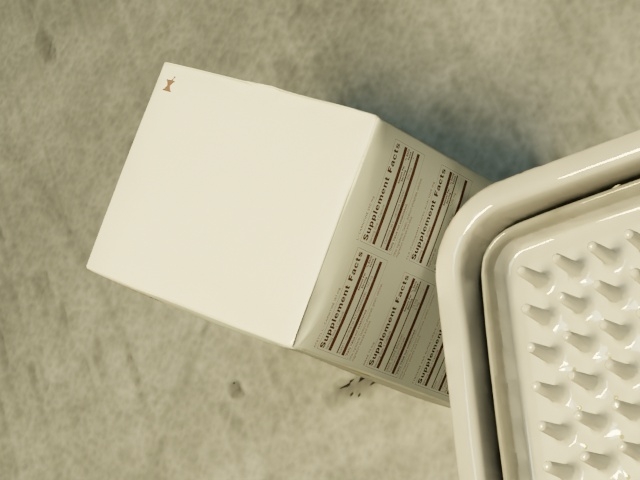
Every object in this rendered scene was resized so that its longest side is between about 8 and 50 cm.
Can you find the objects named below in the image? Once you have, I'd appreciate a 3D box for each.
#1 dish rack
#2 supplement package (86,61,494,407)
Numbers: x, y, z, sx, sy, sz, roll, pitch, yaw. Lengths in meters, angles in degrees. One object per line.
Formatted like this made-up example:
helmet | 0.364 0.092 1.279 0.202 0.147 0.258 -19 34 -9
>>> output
dish rack | 0.210 0.098 0.951 0.285 0.072 0.333 -21 63 32
supplement package | 0.000 0.000 1.123 0.194 0.203 0.149 18 86 41
